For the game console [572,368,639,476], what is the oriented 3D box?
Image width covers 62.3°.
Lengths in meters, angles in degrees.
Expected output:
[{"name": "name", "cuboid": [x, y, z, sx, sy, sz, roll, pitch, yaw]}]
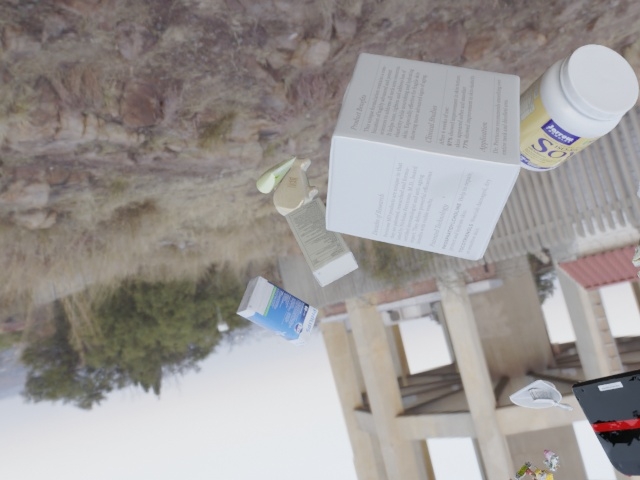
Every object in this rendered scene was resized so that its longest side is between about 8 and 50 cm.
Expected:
[{"name": "game console", "cuboid": [1.047, 0.607, 1.751, 0.060, 0.342, 0.386, -15, 162, -22]}]

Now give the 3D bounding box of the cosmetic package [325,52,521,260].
[{"name": "cosmetic package", "cuboid": [0.242, -0.205, 1.289, 0.393, 0.330, 0.328, 12, 143, 8]}]

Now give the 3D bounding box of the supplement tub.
[{"name": "supplement tub", "cuboid": [0.685, -0.363, 1.495, 0.240, 0.241, 0.331, -12, 166, -15]}]

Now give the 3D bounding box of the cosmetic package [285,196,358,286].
[{"name": "cosmetic package", "cuboid": [0.000, 0.000, 1.983, 0.160, 0.310, 0.113, -28, 142, 1]}]

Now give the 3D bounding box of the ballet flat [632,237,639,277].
[{"name": "ballet flat", "cuboid": [0.793, 0.057, 1.275, 0.067, 0.073, 0.206, -23, -146, 25]}]

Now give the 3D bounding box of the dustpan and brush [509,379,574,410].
[{"name": "dustpan and brush", "cuboid": [0.750, 0.523, 1.741, 0.211, 0.060, 0.147, 14, 136, -26]}]

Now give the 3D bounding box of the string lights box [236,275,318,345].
[{"name": "string lights box", "cuboid": [-0.143, 0.245, 1.824, 0.259, 0.134, 0.076, 34, 148, -23]}]

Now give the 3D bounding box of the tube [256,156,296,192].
[{"name": "tube", "cuboid": [-0.145, -0.202, 1.649, 0.062, 0.070, 0.240, 15, 166, -17]}]

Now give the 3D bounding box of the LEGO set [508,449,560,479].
[{"name": "LEGO set", "cuboid": [0.731, 0.854, 1.906, 0.286, 0.132, 0.107, -13, -157, -31]}]

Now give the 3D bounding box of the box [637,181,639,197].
[{"name": "box", "cuboid": [0.892, -0.149, 1.271, 0.203, 0.103, 0.114, -27, 144, 9]}]

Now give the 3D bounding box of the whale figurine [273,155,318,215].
[{"name": "whale figurine", "cuboid": [-0.105, -0.234, 2.355, 0.216, 0.272, 0.141, 9, 179, 18]}]
